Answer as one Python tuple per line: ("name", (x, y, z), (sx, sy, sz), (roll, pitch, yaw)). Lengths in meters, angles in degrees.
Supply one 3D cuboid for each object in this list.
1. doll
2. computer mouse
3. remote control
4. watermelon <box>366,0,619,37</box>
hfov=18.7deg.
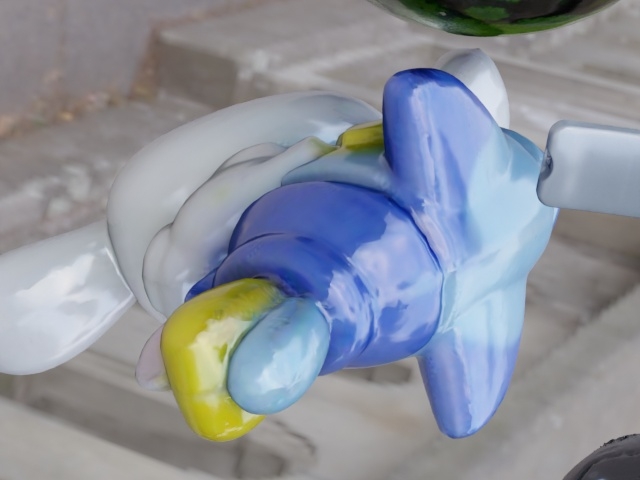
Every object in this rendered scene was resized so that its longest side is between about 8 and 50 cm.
("doll", (0.005, 0.007, 1.106), (0.376, 0.365, 0.187), (-43, 112, -9))
("computer mouse", (0.291, 0.192, 1.547), (0.122, 0.217, 0.073), (-13, 106, -62))
("remote control", (0.203, -0.025, 0.986), (0.027, 0.184, 0.050), (-86, -176, -59))
("watermelon", (0.106, -0.265, 1.196), (0.285, 0.285, 0.285), (-40, 138, -48))
